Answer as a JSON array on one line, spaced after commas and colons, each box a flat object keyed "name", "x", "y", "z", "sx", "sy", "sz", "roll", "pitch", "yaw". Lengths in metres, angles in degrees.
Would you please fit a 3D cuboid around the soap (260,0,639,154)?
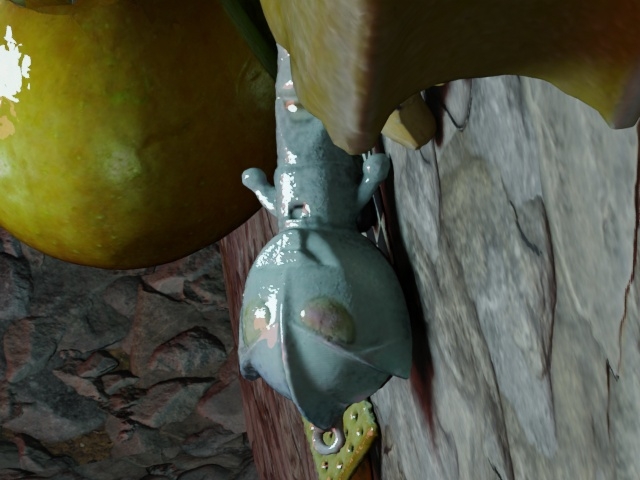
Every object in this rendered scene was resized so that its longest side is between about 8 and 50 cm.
[{"name": "soap", "x": 0.044, "y": -0.226, "z": 0.429, "sx": 0.335, "sy": 0.156, "sz": 0.293, "roll": 99, "pitch": 164, "yaw": -66}]

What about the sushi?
[{"name": "sushi", "x": 0.014, "y": -0.052, "z": 1.291, "sx": 0.192, "sy": 0.043, "sz": 0.279, "roll": 121, "pitch": 138, "yaw": -79}]

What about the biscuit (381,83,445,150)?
[{"name": "biscuit", "x": 0.020, "y": -0.140, "z": 0.869, "sx": 0.153, "sy": 0.030, "sz": 0.234, "roll": 38, "pitch": 164, "yaw": 8}]

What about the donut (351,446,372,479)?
[{"name": "donut", "x": 0.028, "y": 0.233, "z": 1.600, "sx": 0.097, "sy": 0.043, "sz": 0.108, "roll": 96, "pitch": 158, "yaw": -67}]

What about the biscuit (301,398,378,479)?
[{"name": "biscuit", "x": 0.007, "y": 0.162, "z": 1.563, "sx": 0.231, "sy": 0.016, "sz": 0.139, "roll": -108, "pitch": 35, "yaw": -43}]

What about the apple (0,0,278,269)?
[{"name": "apple", "x": -0.188, "y": -0.172, "z": 1.374, "sx": 0.374, "sy": 0.384, "sz": 0.374, "roll": 27, "pitch": 146, "yaw": 20}]

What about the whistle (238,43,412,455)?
[{"name": "whistle", "x": 0.000, "y": 0.000, "z": 1.159, "sx": 0.142, "sy": 0.134, "sz": 0.346, "roll": -6, "pitch": 85, "yaw": 50}]
